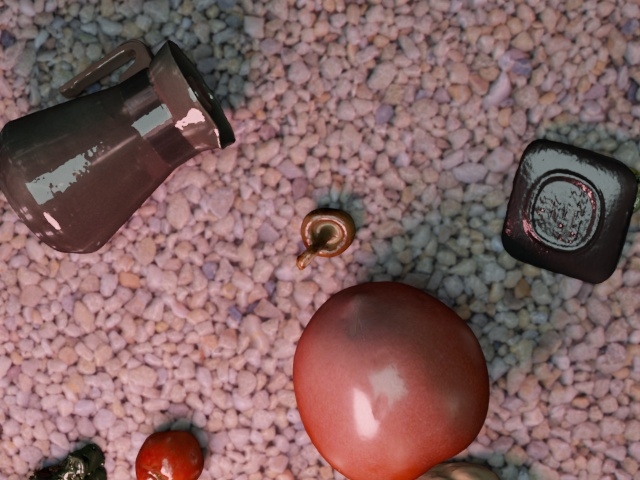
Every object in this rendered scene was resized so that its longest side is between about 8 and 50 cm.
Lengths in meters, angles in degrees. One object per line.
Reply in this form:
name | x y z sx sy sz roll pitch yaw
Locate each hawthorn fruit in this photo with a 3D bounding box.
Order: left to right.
hawthorn fruit | -0.270 0.394 1.790 0.128 0.128 0.128 1 99 9

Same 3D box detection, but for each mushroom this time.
mushroom | -0.004 -0.001 1.703 0.129 0.073 0.088 -44 107 -21

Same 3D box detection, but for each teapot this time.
teapot | -0.342 -0.170 1.668 0.344 0.253 0.300 -31 61 5

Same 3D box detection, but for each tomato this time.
tomato | 0.105 0.216 1.602 0.321 0.321 0.321 1 99 9

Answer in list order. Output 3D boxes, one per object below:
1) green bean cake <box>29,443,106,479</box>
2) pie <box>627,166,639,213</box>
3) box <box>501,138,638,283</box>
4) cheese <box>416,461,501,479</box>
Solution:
green bean cake | -0.497 0.480 1.845 0.208 0.107 0.193 -6 99 11
pie | 0.489 -0.079 1.646 0.085 0.017 0.085 2 100 9
box | 0.403 -0.046 1.643 0.201 0.042 0.212 17 107 11
cheese | 0.230 0.543 1.738 0.326 0.115 0.318 40 103 -1
